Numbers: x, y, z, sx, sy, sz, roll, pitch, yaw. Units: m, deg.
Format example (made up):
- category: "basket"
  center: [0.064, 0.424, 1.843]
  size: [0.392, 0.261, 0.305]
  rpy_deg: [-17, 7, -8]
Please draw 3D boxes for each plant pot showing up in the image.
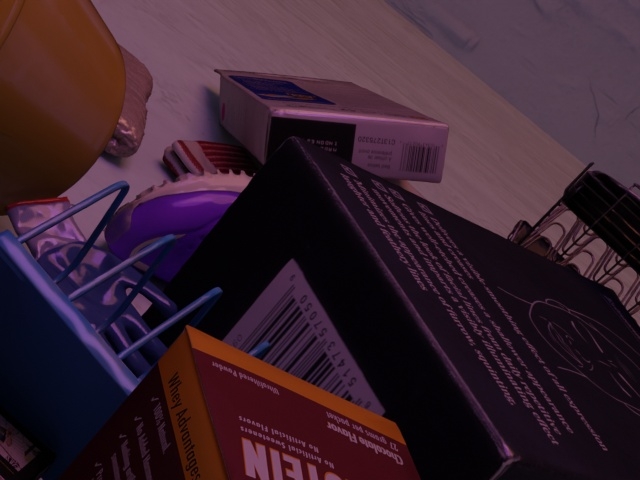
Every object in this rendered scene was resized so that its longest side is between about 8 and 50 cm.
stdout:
- category: "plant pot"
  center: [-0.255, -0.135, 0.802]
  size: [0.254, 0.254, 0.239]
  rpy_deg: [53, 6, 33]

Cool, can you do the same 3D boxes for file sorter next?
- category: "file sorter"
  center: [-0.103, 0.071, 0.688]
  size: [0.170, 0.118, 0.104]
  rpy_deg: [49, 46, 6]

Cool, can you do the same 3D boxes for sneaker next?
- category: "sneaker"
  center: [-0.033, 0.042, 1.026]
  size: [0.293, 0.102, 0.146]
  rpy_deg: [13, 52, -36]

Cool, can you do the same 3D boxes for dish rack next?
- category: "dish rack"
  center: [0.266, 0.037, 1.115]
  size: [0.208, 0.074, 0.271]
  rpy_deg: [44, -25, 7]

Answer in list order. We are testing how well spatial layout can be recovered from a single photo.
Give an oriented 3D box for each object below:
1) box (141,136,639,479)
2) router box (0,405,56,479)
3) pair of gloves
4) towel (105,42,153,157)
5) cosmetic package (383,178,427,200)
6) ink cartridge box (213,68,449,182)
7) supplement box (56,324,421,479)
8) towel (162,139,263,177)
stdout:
- category: "box"
  center: [0.107, 0.147, 0.881]
  size: [0.395, 0.212, 0.293]
  rpy_deg: [23, 25, -41]
- category: "router box"
  center: [-0.232, 0.084, 0.615]
  size: [0.179, 0.046, 0.133]
  rpy_deg: [41, 19, 2]
- category: "pair of gloves"
  center: [-0.181, 0.041, 0.779]
  size: [0.198, 0.023, 0.159]
  rpy_deg: [-12, 58, -44]
- category: "towel"
  center: [-0.277, -0.189, 1.160]
  size: [0.282, 0.049, 0.187]
  rpy_deg: [35, 20, -19]
- category: "cosmetic package"
  center: [0.112, 0.038, 1.256]
  size: [0.231, 0.085, 0.117]
  rpy_deg: [43, 21, 5]
- category: "ink cartridge box"
  center: [-0.005, -0.129, 1.340]
  size: [0.176, 0.069, 0.371]
  rpy_deg: [4, 14, -14]
- category: "supplement box"
  center: [-0.046, 0.182, 0.523]
  size: [0.129, 0.194, 0.191]
  rpy_deg: [29, 22, -33]
- category: "towel"
  center: [0.000, 0.000, 1.294]
  size: [0.237, 0.037, 0.329]
  rpy_deg: [51, 22, 23]
